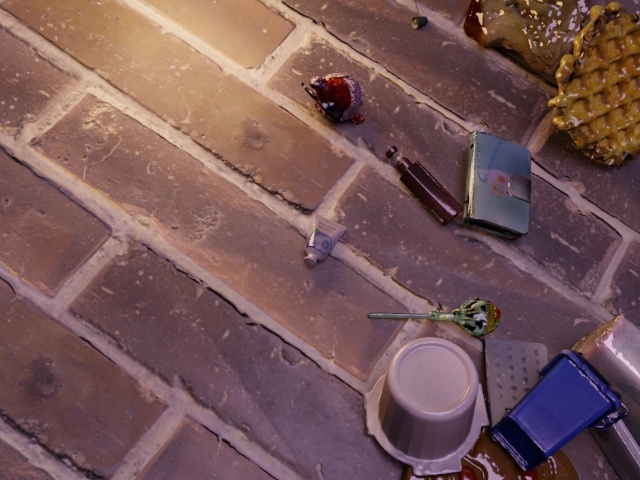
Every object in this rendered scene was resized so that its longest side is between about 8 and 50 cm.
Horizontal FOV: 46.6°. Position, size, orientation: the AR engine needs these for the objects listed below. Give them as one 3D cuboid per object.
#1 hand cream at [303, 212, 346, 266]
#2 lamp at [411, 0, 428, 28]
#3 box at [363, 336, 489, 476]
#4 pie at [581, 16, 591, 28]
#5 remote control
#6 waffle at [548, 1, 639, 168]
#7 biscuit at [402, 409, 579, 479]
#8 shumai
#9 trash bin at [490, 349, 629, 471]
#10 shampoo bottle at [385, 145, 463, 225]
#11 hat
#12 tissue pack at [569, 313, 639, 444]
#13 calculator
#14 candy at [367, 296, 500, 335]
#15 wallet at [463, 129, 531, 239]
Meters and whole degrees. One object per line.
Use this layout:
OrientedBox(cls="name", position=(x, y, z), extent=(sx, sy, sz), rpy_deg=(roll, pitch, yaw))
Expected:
OrientedBox(cls="hand cream", position=(0.000, 0.000, 1.749), extent=(0.084, 0.053, 0.142), rpy_deg=(25, 56, 2))
OrientedBox(cls="lamp", position=(0.263, -0.646, 2.069), extent=(0.054, 0.041, 0.121), rpy_deg=(-19, 75, -25))
OrientedBox(cls="box", position=(0.244, 0.310, 1.541), extent=(0.262, 0.206, 0.291), rpy_deg=(38, 65, 24))
OrientedBox(cls="pie", position=(0.837, -0.506, 2.075), extent=(0.339, 0.077, 0.339), rpy_deg=(7, 68, -18))
OrientedBox(cls="remote control", position=(0.657, 0.455, 1.635), extent=(0.034, 0.103, 0.250), rpy_deg=(-25, 73, -19))
OrientedBox(cls="waffle", position=(0.763, -0.392, 1.913), extent=(0.382, 0.095, 0.380), rpy_deg=(29, 90, -24))
OrientedBox(cls="biscuit", position=(0.364, 0.529, 1.573), extent=(0.394, 0.070, 0.351), rpy_deg=(-7, 69, -12))
OrientedBox(cls="shumai", position=(0.552, -0.618, 2.003), extent=(0.283, 0.217, 0.346), rpy_deg=(9, 70, -6))
OrientedBox(cls="trash bin", position=(0.493, 0.365, 1.548), extent=(0.234, 0.162, 0.184), rpy_deg=(-32, 68, -25))
OrientedBox(cls="shampoo bottle", position=(0.251, -0.142, 1.839), extent=(0.067, 0.068, 0.236), rpy_deg=(-38, 80, -22))
OrientedBox(cls="hat", position=(0.025, -0.353, 1.812), extent=(0.128, 0.227, 0.140), rpy_deg=(-22, 86, 17))
OrientedBox(cls="tissue pack", position=(0.693, 0.316, 1.646), extent=(0.271, 0.201, 0.124), rpy_deg=(45, 60, 10))
OrientedBox(cls="calculator", position=(0.444, 0.341, 1.659), extent=(0.161, 0.021, 0.262), rpy_deg=(9, 53, -7))
OrientedBox(cls="candy", position=(0.261, 0.172, 1.716), extent=(0.305, 0.083, 0.091), rpy_deg=(2, 30, 1))
OrientedBox(cls="wallet", position=(0.439, -0.136, 1.846), extent=(0.176, 0.075, 0.251), rpy_deg=(17, 64, -18))
